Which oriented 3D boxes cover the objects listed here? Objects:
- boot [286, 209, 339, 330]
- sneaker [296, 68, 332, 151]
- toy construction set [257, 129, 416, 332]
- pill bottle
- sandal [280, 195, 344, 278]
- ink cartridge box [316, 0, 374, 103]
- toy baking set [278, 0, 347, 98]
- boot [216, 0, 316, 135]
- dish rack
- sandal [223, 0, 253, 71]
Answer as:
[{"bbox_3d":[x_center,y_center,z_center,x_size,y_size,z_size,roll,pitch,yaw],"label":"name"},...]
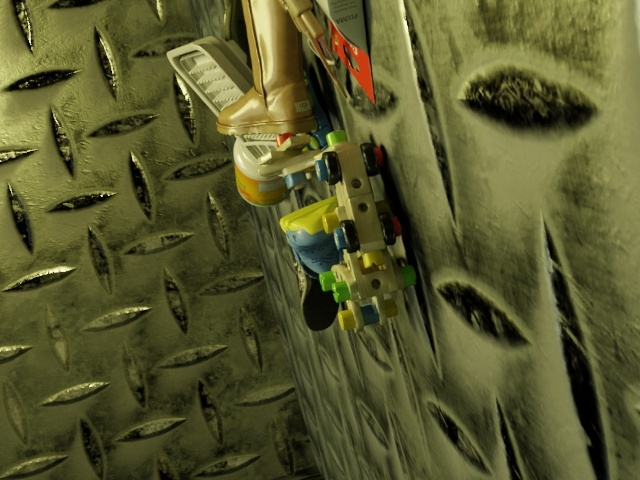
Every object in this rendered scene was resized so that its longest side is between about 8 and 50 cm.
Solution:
[{"bbox_3d":[-0.020,0.063,2.118,0.178,0.085,0.236,-117,20,-61],"label":"boot"},{"bbox_3d":[-0.018,-0.218,1.670,0.078,0.067,0.188,-4,-105,-77],"label":"sneaker"},{"bbox_3d":[0.036,-0.032,1.400,0.328,0.151,0.215,61,170,7],"label":"toy construction set"},{"bbox_3d":[-0.125,-0.180,2.142,0.246,0.136,0.136,97,155,-70],"label":"pill bottle"},{"bbox_3d":[0.000,0.000,1.779,0.317,0.126,0.138,75,175,-88],"label":"sandal"},{"bbox_3d":[0.009,-0.318,1.284,0.189,0.066,0.232,-117,17,-50],"label":"ink cartridge box"},{"bbox_3d":[-0.027,-0.329,1.385,0.256,0.030,0.197,57,-177,7],"label":"toy baking set"},{"bbox_3d":[-0.102,-0.316,1.601,0.236,0.089,0.269,5,108,43],"label":"boot"},{"bbox_3d":[-0.141,-0.264,1.845,0.333,0.072,0.285,48,169,-19],"label":"dish rack"},{"bbox_3d":[-0.109,-0.373,1.869,0.303,0.086,0.120,58,-151,-47],"label":"sandal"}]
